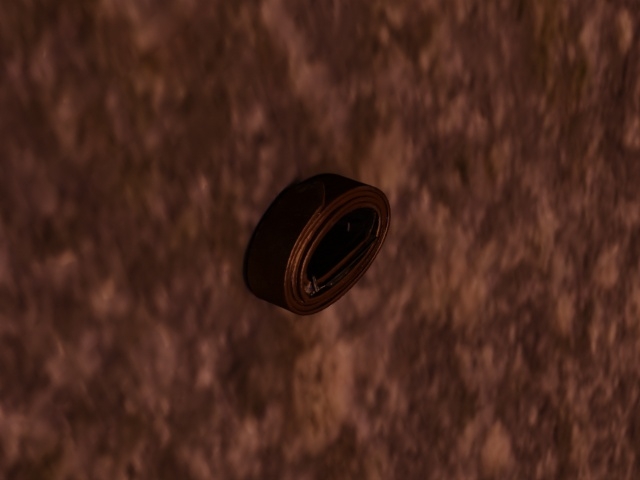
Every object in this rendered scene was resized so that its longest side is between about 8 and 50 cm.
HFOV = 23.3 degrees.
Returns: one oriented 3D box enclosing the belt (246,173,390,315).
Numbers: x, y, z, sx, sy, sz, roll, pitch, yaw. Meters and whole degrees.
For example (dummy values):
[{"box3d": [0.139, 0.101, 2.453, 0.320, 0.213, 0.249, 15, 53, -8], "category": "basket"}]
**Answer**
[{"box3d": [0.000, 0.000, 0.810, 0.083, 0.036, 0.059, -45, 133, -25], "category": "belt"}]
